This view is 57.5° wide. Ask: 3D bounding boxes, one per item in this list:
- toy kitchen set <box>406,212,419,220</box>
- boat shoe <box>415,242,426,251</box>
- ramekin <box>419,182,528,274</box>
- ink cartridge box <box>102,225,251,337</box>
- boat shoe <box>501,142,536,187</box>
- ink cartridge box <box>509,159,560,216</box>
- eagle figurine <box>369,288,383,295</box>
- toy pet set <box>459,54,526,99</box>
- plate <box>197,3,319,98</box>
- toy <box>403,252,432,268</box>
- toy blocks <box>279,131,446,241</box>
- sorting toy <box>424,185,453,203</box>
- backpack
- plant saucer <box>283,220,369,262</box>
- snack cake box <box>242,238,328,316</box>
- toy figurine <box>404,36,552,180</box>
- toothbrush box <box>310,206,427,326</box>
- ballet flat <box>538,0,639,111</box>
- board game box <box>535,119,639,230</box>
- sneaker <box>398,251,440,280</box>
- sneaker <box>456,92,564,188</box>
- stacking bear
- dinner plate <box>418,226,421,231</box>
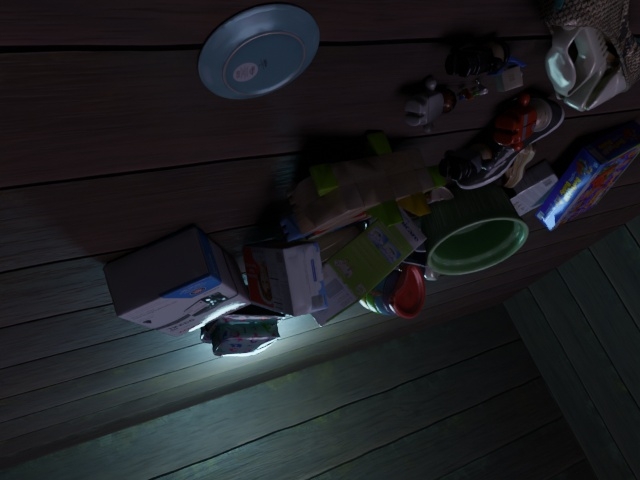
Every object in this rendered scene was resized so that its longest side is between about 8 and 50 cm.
[{"bbox_3d":[0.274,-0.045,1.697,0.075,0.083,0.068,-15,159,-22],"label":"toy kitchen set"},{"bbox_3d":[0.378,0.003,1.911,0.183,0.065,0.083,-20,161,-8],"label":"boat shoe"},{"bbox_3d":[0.441,-0.037,1.728,0.303,0.148,0.303,-10,148,-6],"label":"ramekin"},{"bbox_3d":[-0.319,0.109,1.363,0.223,0.129,0.307,-24,160,2],"label":"ink cartridge box"},{"bbox_3d":[0.524,-0.211,1.606,0.072,0.068,0.190,-8,147,-8],"label":"boat shoe"},{"bbox_3d":[0.664,-0.148,1.909,0.238,0.060,0.275,-32,159,23],"label":"ink cartridge box"},{"bbox_3d":[-0.002,0.142,1.785,0.298,0.225,0.226,-3,132,40],"label":"eagle figurine"},{"bbox_3d":[0.339,-0.325,1.141,0.122,0.065,0.114,-19,-166,-4],"label":"toy pet set"},{"bbox_3d":[-0.084,-0.262,0.848,0.188,0.024,0.188,-21,161,-8],"label":"plate"},{"bbox_3d":[0.228,0.034,1.747,0.136,0.056,0.237,13,179,-22],"label":"toy"},{"bbox_3d":[0.052,-0.088,1.255,0.381,0.191,0.261,-17,174,-44],"label":"toy blocks"},{"bbox_3d":[0.312,-0.119,1.624,0.083,0.045,0.075,-11,164,-33],"label":"sorting toy"},{"bbox_3d":[-0.240,0.239,1.711,0.225,0.191,0.253,5,157,-31],"label":"backpack"},{"bbox_3d":[0.000,0.000,1.557,0.277,0.041,0.278,-23,162,-8],"label":"plant saucer"},{"bbox_3d":[-0.090,0.081,1.359,0.089,0.152,0.264,-13,-173,-27],"label":"snack cake box"},{"bbox_3d":[0.282,-0.235,1.062,0.148,0.213,0.209,-29,170,-39],"label":"toy figurine"},{"bbox_3d":[0.095,0.060,1.436,0.283,0.122,0.206,-39,178,-37],"label":"toothbrush box"},{"bbox_3d":[0.477,-0.339,1.048,0.482,0.164,0.182,13,101,-56],"label":"ballet flat"},{"bbox_3d":[0.855,-0.197,1.850,0.233,0.078,0.347,-27,154,-20],"label":"board game box"},{"bbox_3d":[0.366,0.056,2.038,0.148,0.131,0.350,6,-174,23],"label":"sneaker"},{"bbox_3d":[0.418,-0.238,1.361,0.295,0.105,0.147,-39,154,23],"label":"sneaker"},{"bbox_3d":[0.183,0.160,1.926,0.289,0.175,0.164,5,146,41],"label":"stacking bear"},{"bbox_3d":[0.361,-0.044,1.895,0.141,0.017,0.141,-22,160,-8],"label":"dinner plate"}]
